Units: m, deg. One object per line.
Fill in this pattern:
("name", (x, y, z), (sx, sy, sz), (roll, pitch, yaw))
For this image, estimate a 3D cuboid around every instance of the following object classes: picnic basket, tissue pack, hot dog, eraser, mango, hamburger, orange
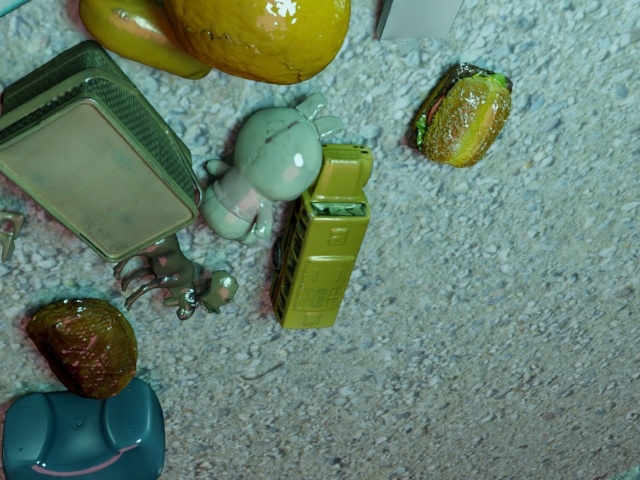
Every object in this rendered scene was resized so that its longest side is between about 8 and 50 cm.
("picnic basket", (-0.289, -0.111, 0.935), (0.165, 0.139, 0.266), (-27, 135, 10))
("tissue pack", (-0.442, 0.395, 1.339), (0.287, 0.198, 0.206), (-11, 133, -10))
("hot dog", (-0.410, 0.180, 1.210), (0.161, 0.099, 0.227), (-13, 134, -4))
("eraser", (0.139, -0.315, 0.907), (0.104, 0.023, 0.150), (-6, 159, -11))
("mango", (-0.209, -0.251, 0.862), (0.190, 0.098, 0.075), (26, 81, -40))
("hamburger", (0.222, -0.181, 1.057), (0.137, 0.087, 0.166), (11, 129, -26))
("orange", (-0.071, -0.274, 0.789), (0.219, 0.193, 0.219), (18, 168, 4))

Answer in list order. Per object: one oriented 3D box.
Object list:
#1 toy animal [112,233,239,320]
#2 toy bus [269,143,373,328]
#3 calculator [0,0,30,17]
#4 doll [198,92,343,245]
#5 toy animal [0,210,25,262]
("toy animal", (-0.237, 0.059, 1.151), (0.186, 0.093, 0.214), (-18, 128, -11))
("toy bus", (0.000, 0.000, 1.142), (0.121, 0.123, 0.335), (1, 133, -18))
("calculator", (-0.413, -0.332, 0.705), (0.248, 0.058, 0.274), (-34, 133, -5))
("doll", (-0.085, -0.094, 1.012), (0.275, 0.155, 0.113), (-46, 158, 30))
("toy animal", (-0.513, -0.045, 0.979), (0.179, 0.089, 0.188), (17, 133, -11))
